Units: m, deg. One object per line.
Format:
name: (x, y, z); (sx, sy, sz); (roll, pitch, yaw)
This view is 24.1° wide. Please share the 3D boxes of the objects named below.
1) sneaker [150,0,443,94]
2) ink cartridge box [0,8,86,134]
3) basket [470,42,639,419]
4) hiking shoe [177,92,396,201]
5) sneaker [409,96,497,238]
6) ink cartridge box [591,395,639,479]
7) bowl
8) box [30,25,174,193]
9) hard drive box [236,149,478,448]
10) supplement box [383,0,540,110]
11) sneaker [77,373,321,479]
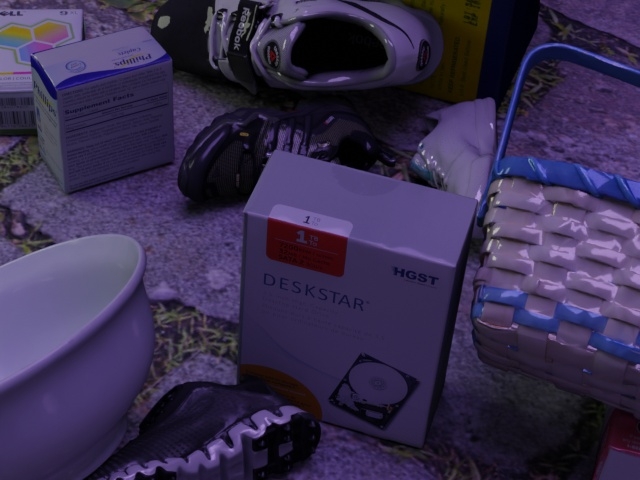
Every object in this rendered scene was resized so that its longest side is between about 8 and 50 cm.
sneaker: (-0.046, -0.219, 1.596); (0.330, 0.122, 0.146); (4, 14, 19)
ink cartridge box: (-0.315, -0.204, 1.653); (0.109, 0.062, 0.209); (-1, 43, -5)
basket: (0.248, -0.013, 1.251); (0.254, 0.201, 0.289); (20, 76, 16)
hiking shoe: (-0.034, -0.083, 1.534); (0.227, 0.086, 0.114); (-22, 46, -27)
sneaker: (0.138, -0.071, 1.559); (0.094, 0.080, 0.212); (-3, 36, 9)
ink cartridge box: (0.335, 0.149, 1.320); (0.158, 0.092, 0.218); (14, 42, 9)
bowl: (-0.248, 0.126, 1.220); (0.297, 0.134, 0.298); (-23, 20, 9)
box: (-0.221, -0.135, 1.533); (0.126, 0.137, 0.072); (-19, 47, -23)
hard drive box: (0.026, 0.053, 1.289); (0.181, 0.232, 0.089); (14, 44, 10)
supplement box: (0.070, -0.318, 1.712); (0.356, 0.194, 0.195); (17, 44, 12)
sneaker: (-0.123, 0.176, 1.264); (0.234, 0.078, 0.106); (-19, 42, -25)
